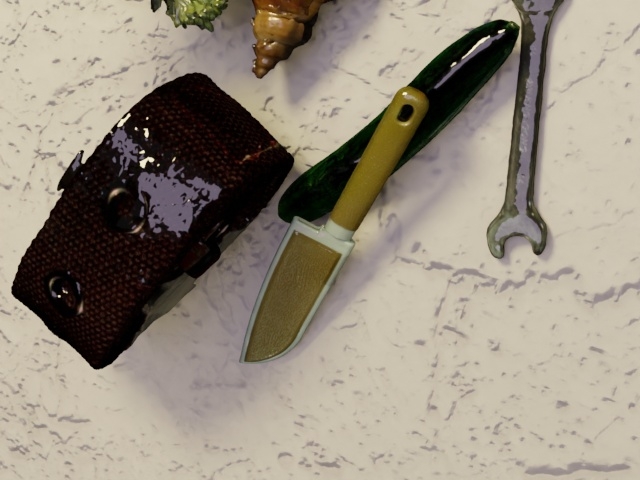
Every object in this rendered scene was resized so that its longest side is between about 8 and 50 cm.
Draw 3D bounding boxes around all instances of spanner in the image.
[{"bbox_3d":[0.176,-0.107,0.745,0.054,0.015,0.255,8,100,25],"label":"spanner"}]

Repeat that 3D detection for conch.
[{"bbox_3d":[-0.005,-0.252,0.771,0.086,0.080,0.233,40,111,1],"label":"conch"}]

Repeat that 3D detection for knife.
[{"bbox_3d":[-0.001,-0.001,0.801,0.061,0.027,0.343,26,122,-3],"label":"knife"}]

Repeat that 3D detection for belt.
[{"bbox_3d":[-0.169,-0.022,0.816,0.164,0.184,0.289,43,111,4],"label":"belt"}]

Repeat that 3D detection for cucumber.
[{"bbox_3d":[0.065,-0.096,0.778,0.284,0.056,0.056,-38,81,27],"label":"cucumber"}]

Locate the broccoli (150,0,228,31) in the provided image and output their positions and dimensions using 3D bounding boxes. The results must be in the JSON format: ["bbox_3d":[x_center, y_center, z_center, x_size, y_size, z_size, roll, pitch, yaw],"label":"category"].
[{"bbox_3d":[-0.214,-0.331,0.710,0.221,0.361,0.252,-8,75,42],"label":"broccoli"}]
